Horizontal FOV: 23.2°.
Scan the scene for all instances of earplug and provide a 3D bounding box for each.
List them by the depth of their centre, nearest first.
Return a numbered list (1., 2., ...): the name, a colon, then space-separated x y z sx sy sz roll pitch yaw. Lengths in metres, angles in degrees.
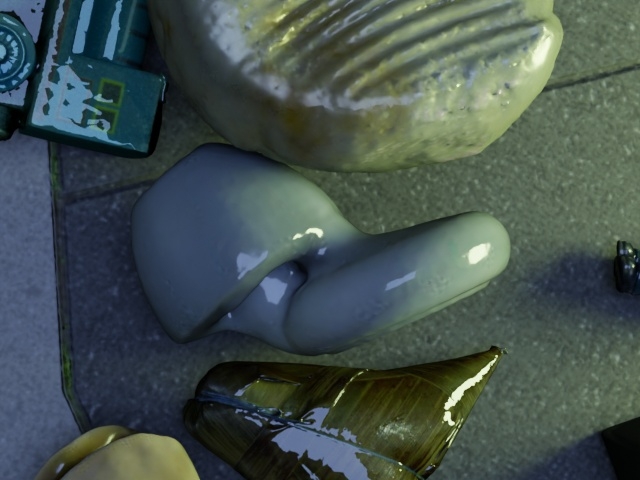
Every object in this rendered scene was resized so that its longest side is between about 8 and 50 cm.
1. earplug: -0.001 0.013 1.340 0.326 0.214 0.175 6 86 -2

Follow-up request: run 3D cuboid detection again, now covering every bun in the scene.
1. bun: 0.021 -0.218 1.339 0.365 0.219 0.365 3 73 -11

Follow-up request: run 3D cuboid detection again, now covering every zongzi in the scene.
1. zongzi: 0.023 0.132 1.389 0.221 0.112 0.242 37 75 -5

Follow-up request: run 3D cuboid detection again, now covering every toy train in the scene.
1. toy train: -0.214 -0.222 1.364 0.194 0.120 0.298 13 85 -16

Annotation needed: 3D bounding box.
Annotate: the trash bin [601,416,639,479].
1. trash bin: 0.360 0.270 1.406 0.115 0.165 0.225 -18 93 -10

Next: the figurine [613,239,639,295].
1. figurine: 0.351 0.034 1.458 0.149 0.086 0.087 1 122 1

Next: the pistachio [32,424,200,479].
1. pistachio: -0.191 0.311 1.300 0.214 0.193 0.318 18 76 -32
